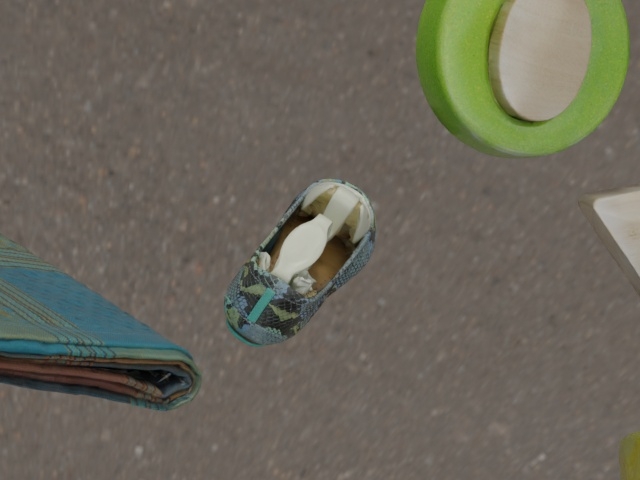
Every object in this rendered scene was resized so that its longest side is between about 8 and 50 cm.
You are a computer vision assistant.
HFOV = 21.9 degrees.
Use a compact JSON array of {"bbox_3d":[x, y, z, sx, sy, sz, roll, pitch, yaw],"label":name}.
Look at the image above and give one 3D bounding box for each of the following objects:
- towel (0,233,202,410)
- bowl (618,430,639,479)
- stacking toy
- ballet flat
[{"bbox_3d":[-0.276,0.005,1.006,0.370,0.271,0.040,28,99,37],"label":"towel"},{"bbox_3d":[0.294,0.186,0.838,0.289,0.289,0.156,7,77,-8],"label":"bowl"},{"bbox_3d":[0.226,-0.125,0.956,0.309,0.130,0.279,42,83,-19],"label":"stacking toy"},{"bbox_3d":[0.000,0.000,1.089,0.070,0.070,0.188,30,39,3],"label":"ballet flat"}]
